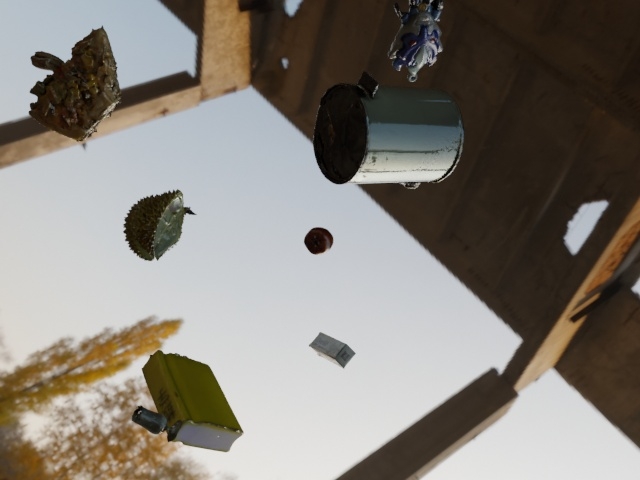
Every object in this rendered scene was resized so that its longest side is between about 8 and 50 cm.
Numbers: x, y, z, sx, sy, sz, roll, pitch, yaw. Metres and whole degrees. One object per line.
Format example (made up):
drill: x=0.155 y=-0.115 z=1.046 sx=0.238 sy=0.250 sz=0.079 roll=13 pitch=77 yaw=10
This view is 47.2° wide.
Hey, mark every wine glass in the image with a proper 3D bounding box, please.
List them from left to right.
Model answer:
wine glass: x=-0.283 y=0.313 z=1.268 sx=0.083 sy=0.042 sz=0.039 roll=37 pitch=7 yaw=-27

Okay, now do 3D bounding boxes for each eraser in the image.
eraser: x=-0.266 y=0.329 z=1.508 sx=0.069 sy=0.158 sz=0.226 roll=-51 pitch=-137 yaw=10

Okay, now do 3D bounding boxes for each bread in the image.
bread: x=-0.543 y=-0.356 z=1.462 sx=0.083 sy=0.047 sz=0.036 roll=24 pitch=-80 yaw=44

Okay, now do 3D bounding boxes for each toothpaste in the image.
toothpaste: x=0.025 y=0.242 z=1.618 sx=0.034 sy=0.046 sz=0.164 roll=46 pitch=-13 yaw=-17

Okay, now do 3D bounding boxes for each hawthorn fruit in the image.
hawthorn fruit: x=0.000 y=0.000 z=2.058 sx=0.081 sy=0.093 sz=0.081 roll=1 pitch=-85 yaw=17

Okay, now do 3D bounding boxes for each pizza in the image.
pizza: x=-0.466 y=-0.297 z=1.427 sx=0.147 sy=0.226 sz=0.069 roll=46 pitch=7 yaw=1

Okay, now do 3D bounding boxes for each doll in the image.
doll: x=0.161 y=-0.340 z=1.211 sx=0.195 sy=0.096 sz=0.070 roll=90 pitch=-12 yaw=-54

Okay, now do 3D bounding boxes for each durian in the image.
durian: x=-0.456 y=-0.057 z=2.023 sx=0.138 sy=0.237 sz=0.193 roll=15 pitch=-66 yaw=17

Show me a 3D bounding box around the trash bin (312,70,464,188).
trash bin: x=0.149 y=-0.234 z=1.623 sx=0.217 sy=0.263 sz=0.277 roll=56 pitch=-41 yaw=40
